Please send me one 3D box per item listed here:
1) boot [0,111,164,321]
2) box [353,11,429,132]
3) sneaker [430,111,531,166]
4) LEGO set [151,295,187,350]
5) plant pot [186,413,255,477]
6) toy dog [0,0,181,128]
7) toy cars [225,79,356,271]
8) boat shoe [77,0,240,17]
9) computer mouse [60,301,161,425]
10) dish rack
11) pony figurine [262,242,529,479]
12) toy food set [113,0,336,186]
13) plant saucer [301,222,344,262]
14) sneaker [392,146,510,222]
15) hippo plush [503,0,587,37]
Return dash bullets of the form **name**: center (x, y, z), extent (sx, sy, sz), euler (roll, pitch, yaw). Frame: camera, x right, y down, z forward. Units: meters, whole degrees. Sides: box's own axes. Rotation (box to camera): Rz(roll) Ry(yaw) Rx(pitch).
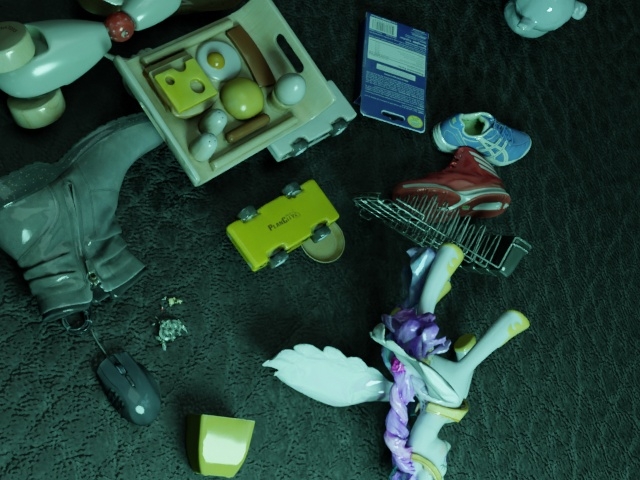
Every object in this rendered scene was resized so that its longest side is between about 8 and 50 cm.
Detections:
- **boot**: center (-0.317, -0.036, 1.359), extent (0.338, 0.118, 0.223), euler (-36, 93, -33)
- **box**: center (0.132, -0.306, 1.721), extent (0.136, 0.036, 0.225), euler (15, 63, -20)
- **sneaker**: center (0.314, -0.193, 1.738), extent (0.211, 0.081, 0.080), euler (2, 67, -26)
- **LEGO set**: center (-0.226, 0.121, 1.385), extent (0.054, 0.023, 0.083), euler (-3, 72, -27)
- **plant pot**: center (-0.149, 0.294, 1.324), extent (0.081, 0.081, 0.083), euler (12, 77, -21)
- **toy dog**: center (-0.385, -0.314, 1.408), extent (0.333, 0.220, 0.161), euler (-24, 50, -38)
- **toy cars**: center (-0.053, -0.105, 1.527), extent (0.176, 0.087, 0.394), euler (20, 59, -17)
- **boat shoe**: center (-0.273, -0.414, 1.552), extent (0.285, 0.089, 0.105), euler (-5, 98, -25)
- **computer mouse**: center (-0.304, 0.156, 1.324), extent (0.071, 0.041, 0.242), euler (-32, 85, -31)
- **dish rack**: center (0.189, -0.024, 1.536), extent (0.271, 0.208, 0.074), euler (30, 82, -16)
- **pony figurine**: center (0.143, 0.190, 1.402), extent (0.351, 0.302, 0.364), euler (44, 57, -26)
- **toy food set**: center (-0.141, -0.243, 1.426), extent (0.306, 0.092, 0.220), euler (-34, 90, -36)
- **plant saucer**: center (0.000, 0.000, 1.547), extent (0.083, 0.015, 0.084), euler (10, 65, -22)
- **sneaker**: center (0.224, -0.105, 1.678), extent (0.221, 0.087, 0.128), euler (5, 47, -19)
- **hippo plush**: center (0.449, -0.537, 1.842), extent (0.234, 0.294, 0.237), euler (-24, 89, -9)
